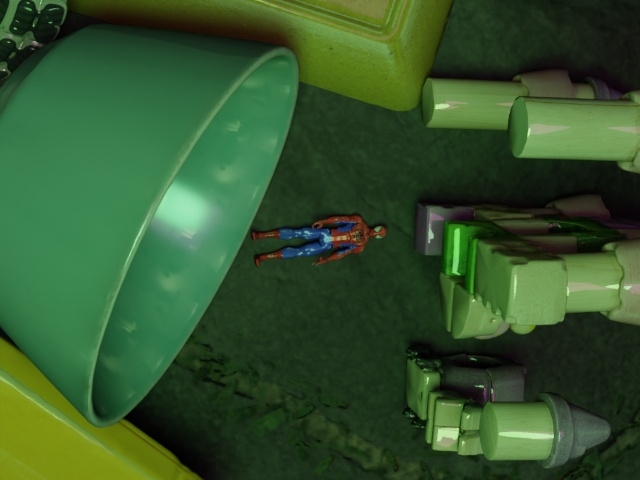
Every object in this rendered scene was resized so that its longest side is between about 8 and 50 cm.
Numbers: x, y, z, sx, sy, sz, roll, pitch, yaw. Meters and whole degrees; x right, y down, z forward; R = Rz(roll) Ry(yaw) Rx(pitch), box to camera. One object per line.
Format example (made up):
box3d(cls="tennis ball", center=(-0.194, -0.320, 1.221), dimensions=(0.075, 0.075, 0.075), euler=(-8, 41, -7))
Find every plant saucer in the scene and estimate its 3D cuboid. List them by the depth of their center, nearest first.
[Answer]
box3d(cls="plant saucer", center=(-0.020, -0.298, 1.023), dimensions=(0.333, 0.081, 0.333), euler=(16, 99, -11))

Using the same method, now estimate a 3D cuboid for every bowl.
box3d(cls="bowl", center=(-0.157, -0.036, 0.969), dimensions=(0.163, 0.311, 0.311), euler=(28, 97, 7))

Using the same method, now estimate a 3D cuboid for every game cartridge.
box3d(cls="game cartridge", center=(-0.267, 0.211, 1.054), dimensions=(0.324, 0.052, 0.285), euler=(38, 120, -15))

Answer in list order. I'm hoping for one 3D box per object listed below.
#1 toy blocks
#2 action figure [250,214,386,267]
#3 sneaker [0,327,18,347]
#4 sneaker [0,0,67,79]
box3d(cls="toy blocks", center=(0.228, 0.026, 1.022), dimensions=(0.260, 0.288, 0.309), euler=(1, 100, -12))
box3d(cls="action figure", center=(0.000, 0.000, 1.114), dimensions=(0.115, 0.030, 0.038), euler=(-9, 98, -8))
box3d(cls="sneaker", center=(-0.252, 0.138, 1.096), dimensions=(0.082, 0.069, 0.209), euler=(20, 118, 32))
box3d(cls="sneaker", center=(-0.223, -0.238, 0.993), dimensions=(0.107, 0.110, 0.275), euler=(25, 117, -18))
